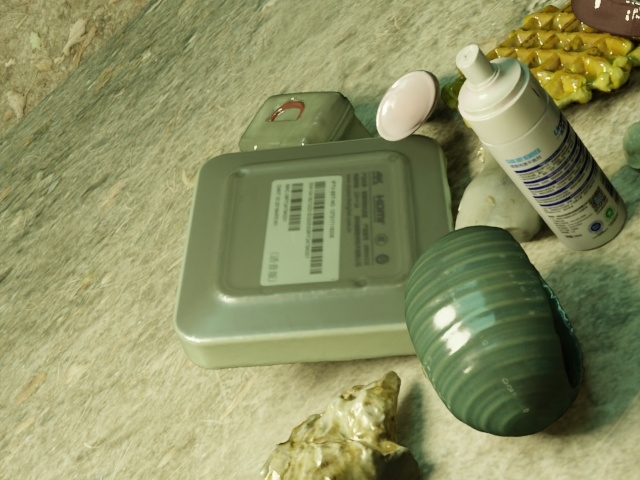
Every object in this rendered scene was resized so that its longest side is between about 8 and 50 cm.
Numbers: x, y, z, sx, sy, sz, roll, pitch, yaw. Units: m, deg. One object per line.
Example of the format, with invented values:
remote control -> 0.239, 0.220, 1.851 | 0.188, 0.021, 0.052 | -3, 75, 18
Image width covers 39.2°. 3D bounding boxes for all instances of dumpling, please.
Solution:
dumpling -> 0.397, -0.116, 1.102 | 0.077, 0.043, 0.059 | 5, 81, 45

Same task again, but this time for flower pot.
flower pot -> 0.184, 0.096, 0.974 | 0.157, 0.189, 0.243 | -29, 48, 12

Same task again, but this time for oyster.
oyster -> 0.016, 0.294, 1.018 | 0.341, 0.166, 0.110 | -44, 22, -27

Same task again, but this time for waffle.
waffle -> 0.319, -0.256, 1.266 | 0.300, 0.058, 0.281 | -27, 29, 6

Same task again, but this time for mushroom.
mushroom -> 0.241, -0.075, 1.175 | 0.116, 0.093, 0.225 | -6, 47, 30

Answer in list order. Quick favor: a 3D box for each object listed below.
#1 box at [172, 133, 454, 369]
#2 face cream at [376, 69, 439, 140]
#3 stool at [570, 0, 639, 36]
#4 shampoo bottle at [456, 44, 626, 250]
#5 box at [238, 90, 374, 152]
box -> 0.000, 0.000, 1.230 | 0.373, 0.090, 0.367 | -6, 46, 6
face cream -> 0.132, -0.205, 1.328 | 0.107, 0.073, 0.269 | -55, -1, 14
stool -> 0.449, -0.396, 1.151 | 0.272, 0.178, 0.272 | -15, 35, 11
shampoo bottle -> 0.243, -0.108, 1.021 | 0.092, 0.303, 0.092 | -29, 38, 26
box -> -0.024, -0.168, 1.521 | 0.210, 0.129, 0.148 | 7, 61, 51
